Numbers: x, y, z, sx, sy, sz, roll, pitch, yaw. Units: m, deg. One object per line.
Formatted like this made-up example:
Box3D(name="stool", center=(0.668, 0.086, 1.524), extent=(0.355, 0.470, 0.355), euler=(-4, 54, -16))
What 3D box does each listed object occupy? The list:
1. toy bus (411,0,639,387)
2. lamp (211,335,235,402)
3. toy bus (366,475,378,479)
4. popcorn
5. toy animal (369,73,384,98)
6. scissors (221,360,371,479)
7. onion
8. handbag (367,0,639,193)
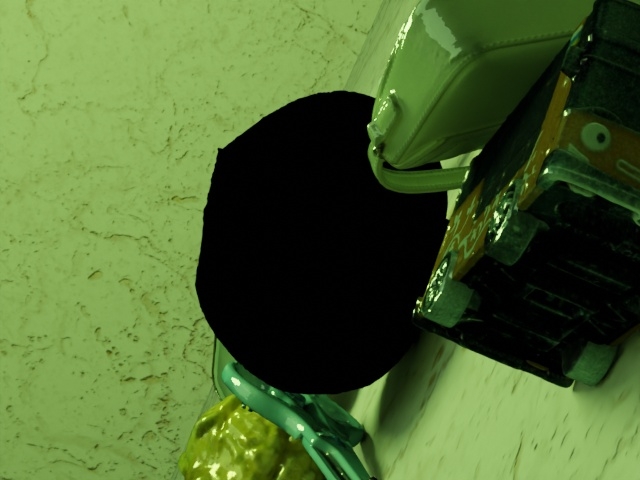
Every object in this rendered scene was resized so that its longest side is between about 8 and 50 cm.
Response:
Box3D(name="toy bus", center=(0.172, -0.022, 0.971), extent=(0.275, 0.138, 0.167), euler=(122, 170, -66))
Box3D(name="lamp", center=(-0.082, 0.173, 2.013), extent=(0.269, 0.047, 0.266), euler=(-123, 33, -47))
Box3D(name="toy bus", center=(0.028, 0.271, 1.335), extent=(0.063, 0.090, 0.203), euler=(-23, -11, -21))
Box3D(name="popcorn", center=(-0.072, 0.291, 1.828), extent=(0.203, 0.200, 0.226), euler=(32, -134, -70))
Box3D(name="toy animal", center=(0.091, -0.114, 2.039), extent=(0.220, 0.104, 0.131), euler=(-75, 9, -48))
Box3D(name="scissors", center=(0.000, 0.212, 1.594), extent=(0.032, 0.180, 0.393), euler=(-64, 20, 7))
Box3D(name="onion", center=(0.000, 0.000, 1.613), extent=(0.260, 0.282, 0.336), euler=(-138, 70, -86))
Box3D(name="handbag", center=(0.147, -0.113, 1.124), extent=(0.079, 0.256, 0.219), euler=(62, 147, 25))
